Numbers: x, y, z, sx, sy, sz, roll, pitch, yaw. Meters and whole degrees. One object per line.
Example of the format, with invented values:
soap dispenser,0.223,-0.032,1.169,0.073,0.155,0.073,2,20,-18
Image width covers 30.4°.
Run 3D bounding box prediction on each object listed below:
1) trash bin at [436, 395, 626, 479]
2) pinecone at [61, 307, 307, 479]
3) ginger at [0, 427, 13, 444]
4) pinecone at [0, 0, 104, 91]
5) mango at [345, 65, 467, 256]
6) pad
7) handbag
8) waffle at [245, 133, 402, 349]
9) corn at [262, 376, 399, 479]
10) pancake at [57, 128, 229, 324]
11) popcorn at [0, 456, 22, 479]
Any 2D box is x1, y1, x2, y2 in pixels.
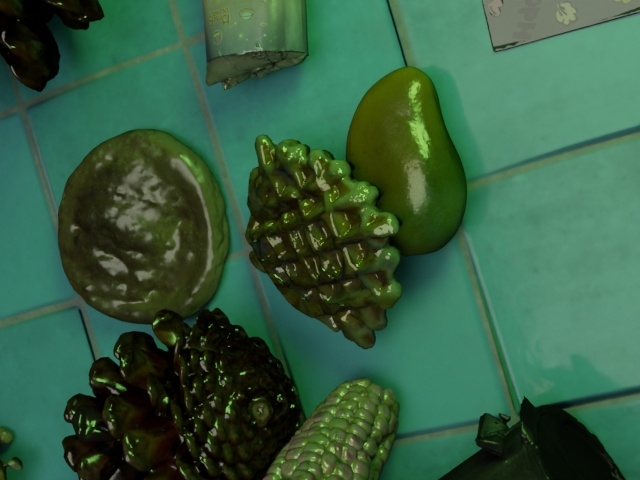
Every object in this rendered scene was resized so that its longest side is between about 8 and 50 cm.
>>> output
trash bin,0.168,0.331,1.189,0.252,0.203,0.301,44,113,-8
pinecone,-0.167,0.206,1.300,0.292,0.246,0.246,-24,88,36
ginger,-0.444,0.269,1.539,0.097,0.030,0.048,-5,95,26
pinecone,-0.429,-0.296,1.250,0.397,0.397,0.398,4,100,23
mango,0.086,-0.078,1.228,0.122,0.085,0.191,-20,82,37
pad,0.224,-0.327,1.167,0.170,0.006,0.246,-12,93,24
handbag,-0.070,-0.251,1.266,0.117,0.095,0.173,-3,89,30
waffle,-0.002,0.001,1.239,0.223,0.054,0.204,36,133,28
corn,-0.015,0.273,1.196,0.126,0.335,0.127,15,135,16
pancake,-0.213,-0.008,1.384,0.241,0.050,0.242,4,101,24
popcorn,-0.476,0.342,1.494,0.163,0.140,0.194,18,124,11
